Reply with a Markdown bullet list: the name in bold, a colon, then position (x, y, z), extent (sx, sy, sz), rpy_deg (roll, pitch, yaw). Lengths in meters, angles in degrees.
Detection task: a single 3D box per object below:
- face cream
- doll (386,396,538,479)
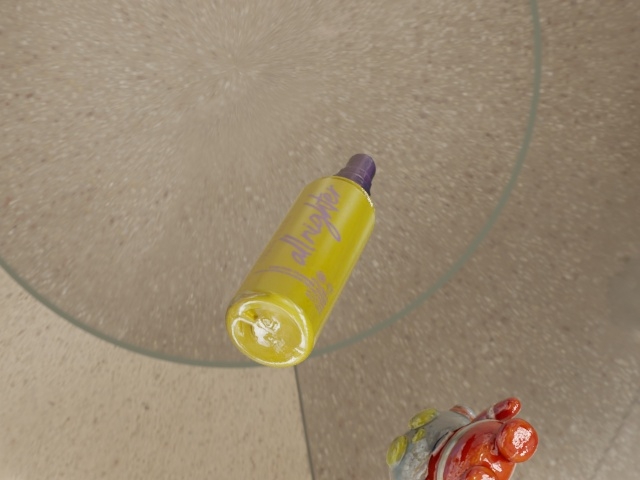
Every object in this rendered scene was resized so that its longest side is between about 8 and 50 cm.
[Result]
- **face cream**: position (0.000, 0.000, 0.966), extent (0.078, 0.273, 0.078), rpy_deg (11, 126, 15)
- **doll**: position (0.123, 0.205, 1.026), extent (0.076, 0.245, 0.142), rpy_deg (45, 75, -7)
